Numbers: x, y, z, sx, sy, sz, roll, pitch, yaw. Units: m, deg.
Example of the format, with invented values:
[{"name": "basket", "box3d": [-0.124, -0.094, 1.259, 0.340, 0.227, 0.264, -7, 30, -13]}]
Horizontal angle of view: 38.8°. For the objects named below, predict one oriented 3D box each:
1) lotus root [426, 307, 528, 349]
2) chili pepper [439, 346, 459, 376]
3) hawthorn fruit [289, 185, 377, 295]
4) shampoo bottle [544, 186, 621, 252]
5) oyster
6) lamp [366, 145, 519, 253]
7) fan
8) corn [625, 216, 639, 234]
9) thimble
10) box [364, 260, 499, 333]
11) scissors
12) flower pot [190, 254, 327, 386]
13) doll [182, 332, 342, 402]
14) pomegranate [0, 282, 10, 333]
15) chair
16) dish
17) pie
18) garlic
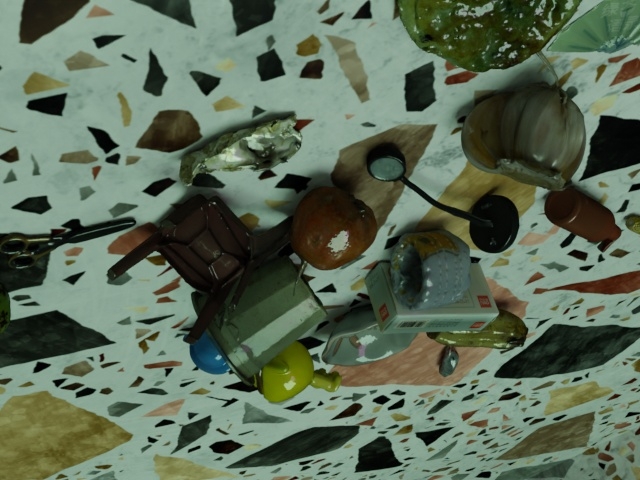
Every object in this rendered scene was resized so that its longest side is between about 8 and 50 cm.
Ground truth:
[{"name": "lotus root", "box3d": [0.375, 0.205, 2.151, 0.259, 0.097, 0.110, 5, 135, -21]}, {"name": "chili pepper", "box3d": [0.333, 0.315, 2.350, 0.050, 0.041, 0.153, -52, 162, -29]}, {"name": "hawthorn fruit", "box3d": [0.001, -0.017, 1.562, 0.189, 0.149, 0.149, -27, 148, 5]}, {"name": "shampoo bottle", "box3d": [0.551, -0.041, 1.866, 0.085, 0.085, 0.244, -37, 143, 27]}, {"name": "oyster", "box3d": [-0.119, -0.148, 1.403, 0.200, 0.061, 0.106, -8, 129, -21]}, {"name": "lamp", "box3d": [0.214, -0.093, 1.656, 0.371, 0.108, 0.130, 25, 142, -30]}, {"name": "fan", "box3d": [0.473, -0.340, 1.434, 0.240, 0.009, 0.131, -14, 146, -7]}, {"name": "corn", "box3d": [0.704, -0.031, 2.003, 0.092, 0.037, 0.037, 14, 136, -43]}, {"name": "thimble", "box3d": [0.216, 0.057, 1.781, 0.118, 0.127, 0.151, -9, 118, -29]}, {"name": "box", "box3d": [0.235, 0.117, 1.905, 0.269, 0.135, 0.079, 2, 146, -28]}, {"name": "scissors", "box3d": [-0.411, -0.004, 1.495, 0.220, 0.017, 0.088, -15, 145, -6]}, {"name": "flower pot", "box3d": [-0.110, 0.132, 1.720, 0.203, 0.212, 0.212, -36, 148, -1]}, {"name": "doll", "box3d": [-0.133, 0.259, 1.934, 0.363, 0.145, 0.199, 23, 166, -30]}, {"name": "pomegranate", "box3d": [-0.569, 0.108, 1.517, 0.122, 0.122, 0.161, -25, -174, 10]}, {"name": "chair", "box3d": [-0.175, 0.008, 1.543, 0.176, 0.183, 0.326, -38, -172, 28]}, {"name": "dish", "box3d": [0.102, 0.200, 2.018, 0.229, 0.081, 0.229, -12, 152, -7]}, {"name": "pie", "box3d": [0.246, -0.341, 1.248, 0.277, 0.078, 0.277, -14, 146, -9]}, {"name": "garlic", "box3d": [0.335, -0.179, 1.440, 0.207, 0.207, 0.256, -16, 141, -4]}]
